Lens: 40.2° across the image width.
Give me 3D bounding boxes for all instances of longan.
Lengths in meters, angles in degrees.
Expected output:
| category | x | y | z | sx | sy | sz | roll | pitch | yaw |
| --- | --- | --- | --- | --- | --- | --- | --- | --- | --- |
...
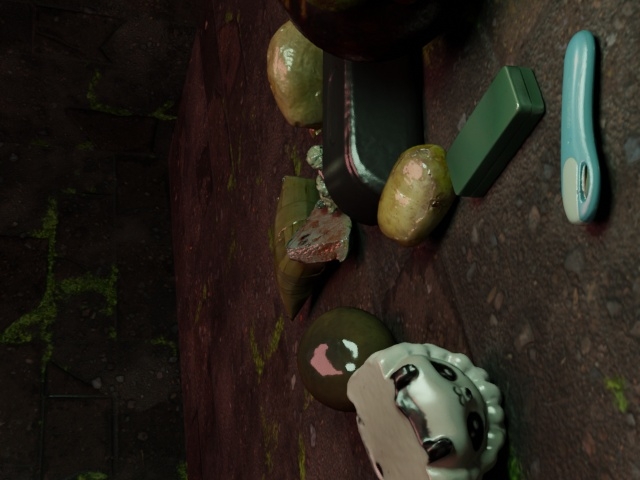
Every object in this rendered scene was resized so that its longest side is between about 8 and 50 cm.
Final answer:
| category | x | y | z | sx | sy | sz | roll | pitch | yaw |
| --- | --- | --- | --- | --- | --- | --- | --- | --- | --- |
| longan | 0.046 | 0.193 | 1.422 | 0.187 | 0.167 | 0.167 | 20 | 107 | 49 |

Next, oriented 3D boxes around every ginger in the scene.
| category | x | y | z | sx | sy | sz | roll | pitch | yaw |
| --- | --- | --- | --- | --- | --- | --- | --- | --- | --- |
| ginger | -0.036 | -0.335 | 1.786 | 0.138 | 0.152 | 0.267 | -119 | 31 | -61 |

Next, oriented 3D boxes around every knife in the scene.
| category | x | y | z | sx | sy | sz | roll | pitch | yaw |
| --- | --- | --- | --- | --- | --- | --- | --- | --- | --- |
| knife | 0.286 | -0.123 | 0.953 | 0.064 | 0.031 | 0.221 | 144 | 131 | -72 |

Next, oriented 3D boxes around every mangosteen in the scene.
| category | x | y | z | sx | sy | sz | roll | pitch | yaw |
| --- | --- | --- | --- | --- | --- | --- | --- | --- | --- |
| mangosteen | 0.063 | -0.400 | 1.198 | 0.347 | 0.307 | 0.306 | -28 | -50 | -66 |

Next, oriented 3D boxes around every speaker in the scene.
| category | x | y | z | sx | sy | sz | roll | pitch | yaw |
| --- | --- | --- | --- | --- | --- | --- | --- | --- | --- |
| speaker | 0.051 | -0.230 | 1.441 | 0.180 | 0.184 | 0.388 | 143 | 127 | -66 |

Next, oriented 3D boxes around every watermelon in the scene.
| category | x | y | z | sx | sy | sz | roll | pitch | yaw |
| --- | --- | --- | --- | --- | --- | --- | --- | --- | --- |
| watermelon | 0.000 | 0.000 | 1.661 | 0.071 | 0.139 | 0.187 | 65 | 176 | -30 |

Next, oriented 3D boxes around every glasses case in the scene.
| category | x | y | z | sx | sy | sz | roll | pitch | yaw |
| --- | --- | --- | --- | --- | --- | --- | --- | --- | --- |
| glasses case | 0.222 | -0.137 | 1.131 | 0.184 | 0.040 | 0.077 | 118 | 149 | -51 |

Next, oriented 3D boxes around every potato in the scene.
| category | x | y | z | sx | sy | sz | roll | pitch | yaw |
| --- | --- | --- | --- | --- | --- | --- | --- | --- | --- |
| potato | 0.142 | -0.065 | 1.280 | 0.107 | 0.080 | 0.170 | 47 | 128 | 35 |

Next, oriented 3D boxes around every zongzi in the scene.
| category | x | y | z | sx | sy | sz | roll | pitch | yaw |
| --- | --- | --- | --- | --- | --- | --- | --- | --- | --- |
| zongzi | -0.047 | 0.017 | 1.834 | 0.256 | 0.115 | 0.228 | 101 | 167 | -53 |

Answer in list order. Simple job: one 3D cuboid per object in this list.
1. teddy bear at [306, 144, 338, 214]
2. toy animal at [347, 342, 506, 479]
| category | x | y | z | sx | sy | sz | roll | pitch | yaw |
| --- | --- | --- | --- | --- | --- | --- | --- | --- | --- |
| teddy bear | 0.045 | -0.119 | 1.591 | 0.133 | 0.111 | 0.213 | -60 | -19 | -26 |
| toy animal | 0.143 | 0.236 | 1.119 | 0.208 | 0.156 | 0.204 | 65 | 146 | 25 |
